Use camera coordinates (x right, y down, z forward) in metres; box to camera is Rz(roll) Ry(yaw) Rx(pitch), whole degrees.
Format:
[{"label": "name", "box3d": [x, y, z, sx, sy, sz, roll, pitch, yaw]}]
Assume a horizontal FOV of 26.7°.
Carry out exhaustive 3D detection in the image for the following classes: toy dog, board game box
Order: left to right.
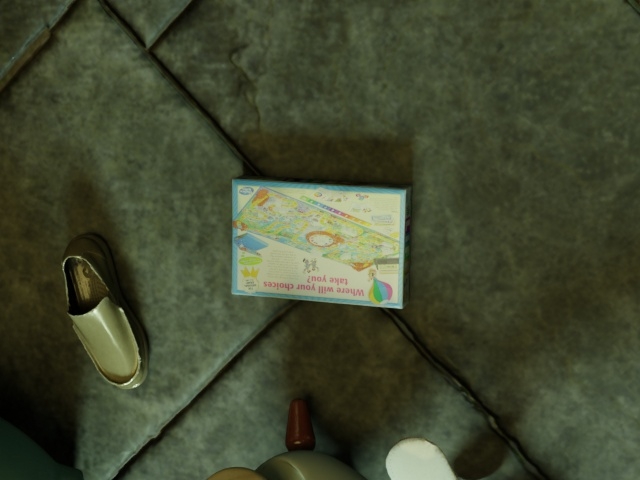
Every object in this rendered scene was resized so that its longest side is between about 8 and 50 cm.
[{"label": "board game box", "box3d": [0.000, 0.000, 1.156, 0.154, 0.026, 0.103, 5, 101, 16]}, {"label": "toy dog", "box3d": [0.063, 0.216, 1.111, 0.333, 0.220, 0.161, 8, 71, 8]}]

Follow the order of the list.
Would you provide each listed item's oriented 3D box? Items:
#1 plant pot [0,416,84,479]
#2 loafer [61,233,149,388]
[{"label": "plant pot", "box3d": [-0.318, 0.278, 1.190, 0.196, 0.293, 0.293, 10, 104, -12]}, {"label": "loafer", "box3d": [-0.201, 0.068, 1.216, 0.056, 0.050, 0.148, -21, 93, 19]}]
